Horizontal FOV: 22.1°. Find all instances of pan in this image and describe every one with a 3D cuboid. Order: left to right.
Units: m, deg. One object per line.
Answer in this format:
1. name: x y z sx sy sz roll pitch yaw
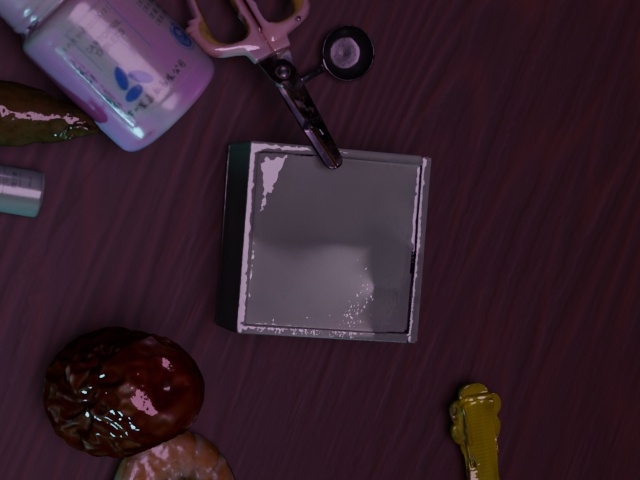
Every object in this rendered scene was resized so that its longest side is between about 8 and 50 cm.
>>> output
1. pan: 0.012 -0.218 2.006 0.115 0.023 0.068 -31 103 -17

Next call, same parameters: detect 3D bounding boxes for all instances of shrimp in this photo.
1. shrimp: -0.207 0.370 1.962 0.169 0.058 0.296 33 80 -20

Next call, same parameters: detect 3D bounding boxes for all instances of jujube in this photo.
1. jujube: -0.220 0.171 1.854 0.155 0.230 0.155 6 78 -29

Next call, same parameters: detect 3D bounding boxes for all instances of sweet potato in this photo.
1. sweet potato: -0.460 -0.140 1.805 0.422 0.130 0.130 1 93 -19

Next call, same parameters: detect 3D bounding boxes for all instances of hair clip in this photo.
1. hair clip: 0.205 0.264 2.089 0.072 0.046 0.173 -15 100 -20

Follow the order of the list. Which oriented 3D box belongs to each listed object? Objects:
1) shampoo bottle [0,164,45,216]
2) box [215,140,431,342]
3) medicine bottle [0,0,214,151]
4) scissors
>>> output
1. shampoo bottle: -0.414 -0.067 1.862 0.195 0.056 0.056 8 91 -19
2. box: 0.000 0.000 1.969 0.225 0.117 0.225 4 92 -17
3. medicine bottle: -0.253 -0.234 1.852 0.152 0.152 0.254 -47 107 -10
4. scissors: -0.055 -0.219 1.921 0.160 0.024 0.317 -27 77 -16
